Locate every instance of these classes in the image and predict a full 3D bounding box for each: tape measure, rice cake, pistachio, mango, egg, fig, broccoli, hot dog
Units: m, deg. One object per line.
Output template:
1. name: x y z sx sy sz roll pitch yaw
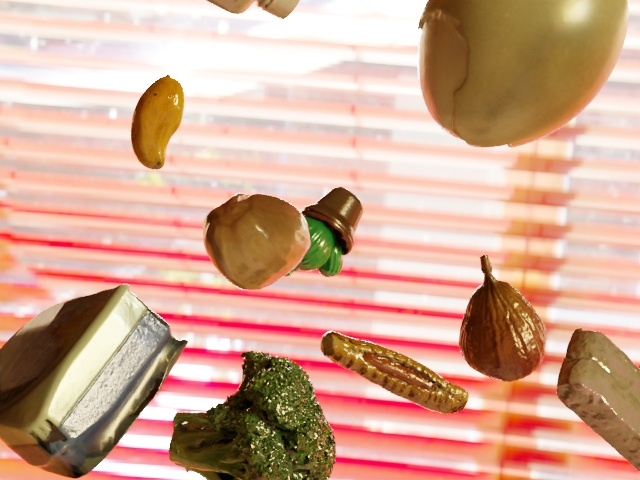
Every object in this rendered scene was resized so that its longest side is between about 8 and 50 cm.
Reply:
1. tape measure: -0.365 0.197 1.891 0.262 0.138 0.259 -6 -140 50
2. rice cake: 0.388 0.224 1.477 0.298 0.050 0.106 41 -140 -9
3. pistachio: -0.099 -0.001 2.069 0.137 0.153 0.238 14 -171 25
4. mango: -0.322 -0.235 2.561 0.098 0.190 0.075 15 178 12
5. egg: 0.273 -0.281 1.857 0.336 0.278 0.278 -45 -151 -21
6. fig: 0.233 0.098 1.634 0.119 0.153 0.119 8 -179 0
7. broccoli: -0.109 0.329 2.192 0.275 0.308 0.308 2 -175 4
8. hot dog: 0.129 0.237 2.306 0.289 0.068 0.083 24 159 -13

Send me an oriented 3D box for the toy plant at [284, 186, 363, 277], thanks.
1. toy plant: 0.000 0.000 2.361 0.105 0.200 0.143 17 154 48

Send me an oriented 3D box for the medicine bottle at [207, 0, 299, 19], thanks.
1. medicine bottle: -0.109 -0.336 1.569 0.183 0.119 0.069 27 143 -22
